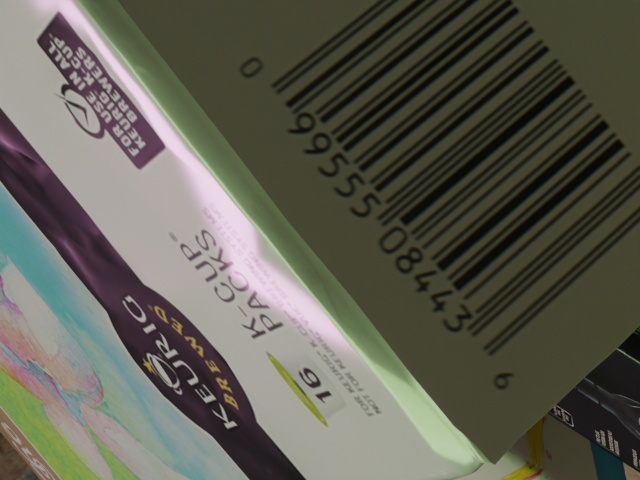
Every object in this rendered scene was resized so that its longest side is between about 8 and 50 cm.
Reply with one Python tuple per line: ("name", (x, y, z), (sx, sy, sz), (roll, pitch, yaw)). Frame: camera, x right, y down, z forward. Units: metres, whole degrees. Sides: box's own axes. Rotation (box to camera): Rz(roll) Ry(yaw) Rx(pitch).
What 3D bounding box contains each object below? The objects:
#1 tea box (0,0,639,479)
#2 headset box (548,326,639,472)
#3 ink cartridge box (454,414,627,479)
("tea box", (-0.049, -0.109, 0.524), (0.329, 0.220, 0.323), (52, 157, -3))
("headset box", (0.208, 0.050, 0.978), (0.283, 0.131, 0.246), (33, 169, 21))
("ink cartridge box", (0.057, 0.110, 1.247), (0.270, 0.198, 0.197), (35, -142, -49))
